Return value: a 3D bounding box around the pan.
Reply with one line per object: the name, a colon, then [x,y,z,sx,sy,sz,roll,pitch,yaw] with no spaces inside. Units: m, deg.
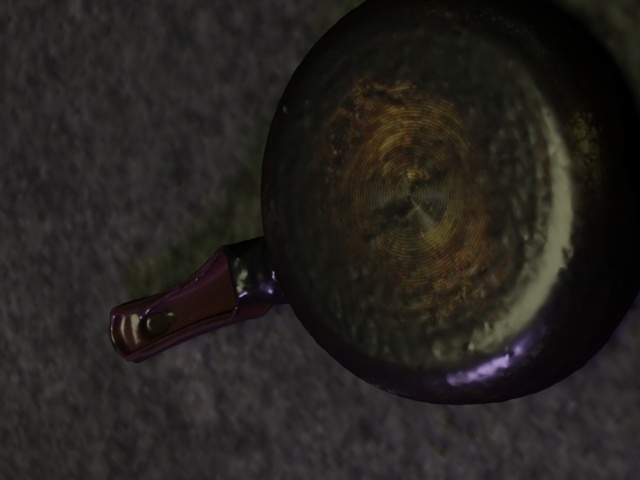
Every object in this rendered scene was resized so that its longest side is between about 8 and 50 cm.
pan: [-0.003,0.000,0.551,0.212,0.040,0.115,-22,79,43]
